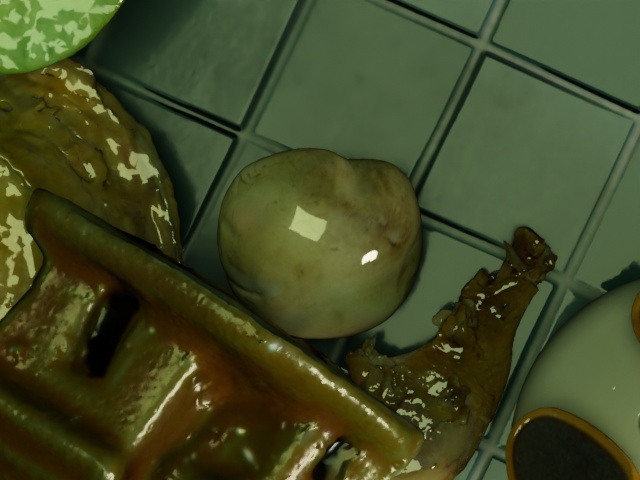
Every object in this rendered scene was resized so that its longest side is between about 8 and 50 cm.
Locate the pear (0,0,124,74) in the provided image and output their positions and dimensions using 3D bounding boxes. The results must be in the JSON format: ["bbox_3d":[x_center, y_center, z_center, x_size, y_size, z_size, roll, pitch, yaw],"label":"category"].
[{"bbox_3d":[-0.215,-0.232,1.341,0.288,0.139,0.239,-5,93,2],"label":"pear"}]

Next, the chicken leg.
[{"bbox_3d":[0.086,0.077,1.348,0.101,0.085,0.207,31,85,16],"label":"chicken leg"}]

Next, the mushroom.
[{"bbox_3d":[0.000,0.000,1.334,0.148,0.112,0.148,4,127,5],"label":"mushroom"}]

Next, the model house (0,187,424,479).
[{"bbox_3d":[-0.107,0.141,1.240,0.268,0.173,0.239,30,81,16],"label":"model house"}]

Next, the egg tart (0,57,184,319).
[{"bbox_3d":[-0.253,0.016,1.357,0.341,0.129,0.341,0,90,4],"label":"egg tart"}]

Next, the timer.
[{"bbox_3d":[0.249,0.143,1.293,0.233,0.240,0.234,-11,66,26],"label":"timer"}]
